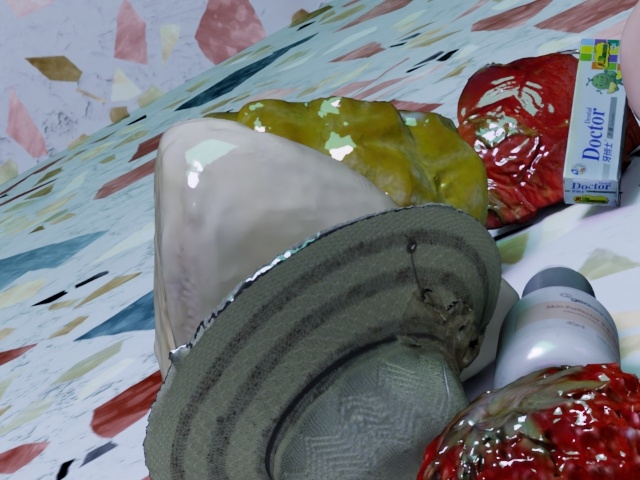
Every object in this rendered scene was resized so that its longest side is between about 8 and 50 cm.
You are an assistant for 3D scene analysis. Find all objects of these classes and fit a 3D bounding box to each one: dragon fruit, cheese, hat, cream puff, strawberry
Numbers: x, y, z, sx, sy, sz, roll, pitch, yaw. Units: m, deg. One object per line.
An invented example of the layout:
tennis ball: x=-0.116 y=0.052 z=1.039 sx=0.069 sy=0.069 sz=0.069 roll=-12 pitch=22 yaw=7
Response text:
dragon fruit: x=0.181 y=-0.092 z=1.409 sx=0.120 sy=0.127 sz=0.161 roll=-26 pitch=11 yaw=33
cheese: x=-0.010 y=0.022 z=1.102 sx=0.251 sy=0.248 sz=0.173 roll=-22 pitch=13 yaw=-8
hat: x=0.031 y=0.106 z=0.936 sx=0.252 sy=0.252 sz=0.110 roll=-30 pitch=56 yaw=-15
cream puff: x=0.002 y=0.000 z=1.329 sx=0.282 sy=0.185 sz=0.282 roll=0 pitch=-18 yaw=0
strawberry: x=0.112 y=0.117 z=0.839 sx=0.145 sy=0.086 sz=0.145 roll=-23 pitch=13 yaw=6

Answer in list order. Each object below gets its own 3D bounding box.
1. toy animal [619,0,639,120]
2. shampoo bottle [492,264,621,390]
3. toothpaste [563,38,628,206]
toy animal: x=0.349 y=-0.165 z=1.283 sx=0.250 sy=0.154 sz=0.166 roll=-26 pitch=56 yaw=-4
shampoo bottle: x=0.145 y=0.061 z=1.008 sx=0.074 sy=0.074 sz=0.192 roll=-22 pitch=13 yaw=16
toothpaste: x=0.228 y=-0.098 z=1.355 sx=0.046 sy=0.034 sz=0.164 roll=4 pitch=51 yaw=12
